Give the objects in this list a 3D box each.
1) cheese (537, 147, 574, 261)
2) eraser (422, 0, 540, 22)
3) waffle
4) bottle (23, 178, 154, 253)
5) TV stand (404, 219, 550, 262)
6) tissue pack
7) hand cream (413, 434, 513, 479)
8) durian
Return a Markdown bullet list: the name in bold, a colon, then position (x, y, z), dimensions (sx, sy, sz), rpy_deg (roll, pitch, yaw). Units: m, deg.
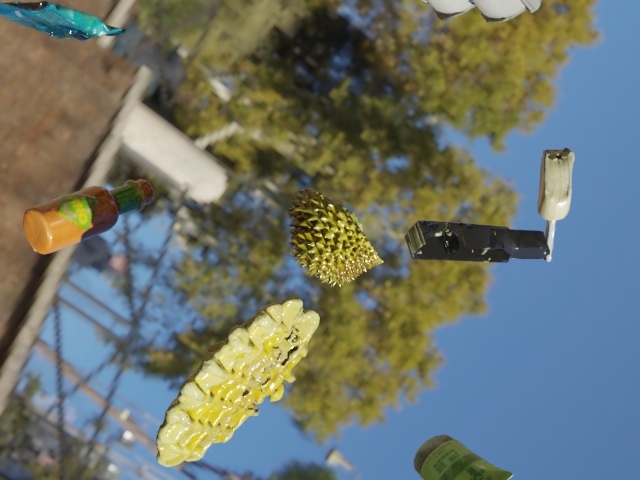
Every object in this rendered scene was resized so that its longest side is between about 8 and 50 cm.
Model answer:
- **cheese**: position (0.352, -0.056, 2.230), dimensions (0.092, 0.047, 0.171), rpy_deg (70, 26, -78)
- **eraser**: position (0.083, -0.328, 1.405), dimensions (0.171, 0.290, 0.087), rpy_deg (18, -108, 51)
- **waffle**: position (-0.108, 0.174, 1.840), dimensions (0.250, 0.056, 0.261), rpy_deg (-28, 157, -42)
- **bottle**: position (-0.307, -0.041, 1.993), dimensions (0.187, 0.069, 0.069), rpy_deg (-24, 177, -39)
- **TV stand**: position (0.209, 0.003, 1.938), dimensions (0.042, 0.249, 0.036), rpy_deg (-39, -120, 40)
- **tissue pack**: position (-0.278, -0.230, 1.560), dimensions (0.085, 0.138, 0.028), rpy_deg (2, -98, 34)
- **hand cream**: position (0.182, 0.310, 1.974), dimensions (0.095, 0.046, 0.175), rpy_deg (-40, -158, -7)
- **durian**: position (0.000, 0.000, 2.055), dimensions (0.102, 0.146, 0.208), rpy_deg (-37, -179, -12)
